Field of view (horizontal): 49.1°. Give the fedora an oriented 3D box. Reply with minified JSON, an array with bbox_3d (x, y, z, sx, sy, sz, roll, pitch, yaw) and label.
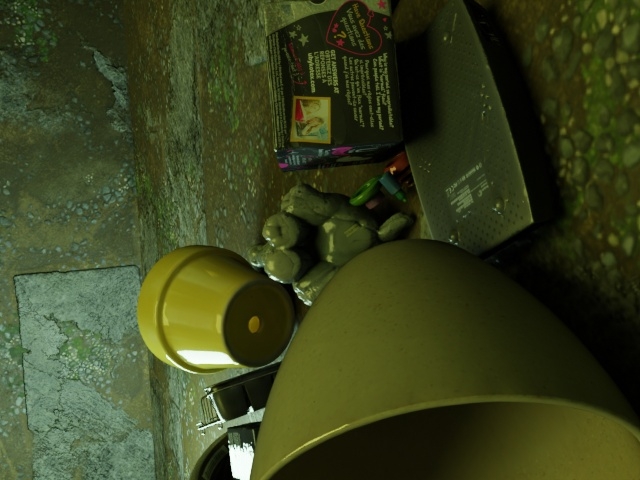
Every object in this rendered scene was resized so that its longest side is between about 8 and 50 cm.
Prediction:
[{"bbox_3d":[-0.129,0.477,1.340,0.124,0.244,0.275,62,166,-26],"label":"fedora"}]

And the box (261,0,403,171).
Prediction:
[{"bbox_3d":[0.012,-0.176,0.840,0.247,0.142,0.163,-168,73,-88],"label":"box"}]

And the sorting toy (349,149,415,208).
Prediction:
[{"bbox_3d":[0.087,-0.066,0.865,0.042,0.102,0.061,48,-178,-10],"label":"sorting toy"}]

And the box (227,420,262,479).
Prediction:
[{"bbox_3d":[-0.059,0.347,1.180,0.158,0.156,0.093,151,113,-64],"label":"box"}]

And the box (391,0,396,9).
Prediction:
[{"bbox_3d":[0.066,-0.397,0.884,0.184,0.045,0.191,122,136,-57],"label":"box"}]

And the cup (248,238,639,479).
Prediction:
[{"bbox_3d":[0.095,0.139,0.650,0.237,0.331,0.331,-97,18,-46],"label":"cup"}]

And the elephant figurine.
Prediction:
[{"bbox_3d":[0.000,0.000,1.001,0.169,0.186,0.239,-59,-2,-1],"label":"elephant figurine"}]

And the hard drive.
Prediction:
[{"bbox_3d":[0.154,-0.107,0.735,0.172,0.054,0.255,134,127,-59],"label":"hard drive"}]

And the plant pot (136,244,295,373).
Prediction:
[{"bbox_3d":[-0.184,0.141,1.337,0.239,0.254,0.254,6,101,51],"label":"plant pot"}]

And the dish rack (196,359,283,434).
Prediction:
[{"bbox_3d":[-0.118,0.275,1.250,0.271,0.208,0.074,-43,64,62],"label":"dish rack"}]
